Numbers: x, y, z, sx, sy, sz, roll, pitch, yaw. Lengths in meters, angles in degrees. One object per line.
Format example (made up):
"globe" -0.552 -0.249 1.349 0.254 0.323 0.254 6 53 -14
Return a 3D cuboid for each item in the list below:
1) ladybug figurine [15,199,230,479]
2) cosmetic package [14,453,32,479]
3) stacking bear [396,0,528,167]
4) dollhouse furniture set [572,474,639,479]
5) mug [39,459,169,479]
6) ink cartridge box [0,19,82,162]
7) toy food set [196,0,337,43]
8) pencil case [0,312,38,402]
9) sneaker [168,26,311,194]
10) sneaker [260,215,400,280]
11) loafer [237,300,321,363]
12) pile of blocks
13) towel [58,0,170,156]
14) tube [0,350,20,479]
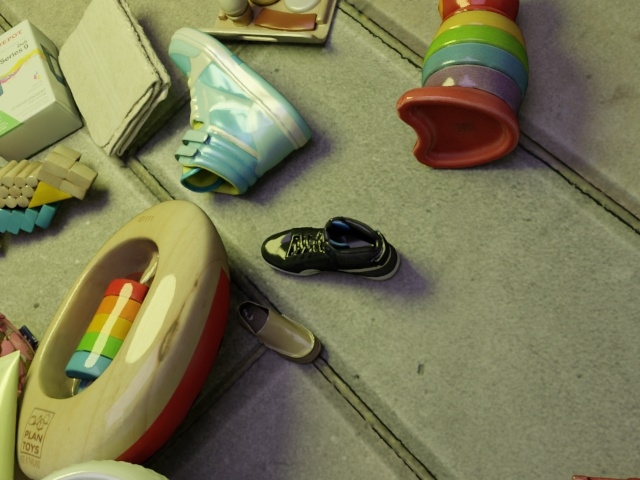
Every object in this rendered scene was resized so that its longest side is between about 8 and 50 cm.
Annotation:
"ladybug figurine" -0.262 0.154 1.180 0.305 0.162 0.449 0 56 44
"cosmetic package" -0.467 0.429 1.190 0.153 0.129 0.296 40 86 26
"stacking bear" 0.225 -0.273 1.227 0.164 0.175 0.289 2 62 21
"dollhouse furniture set" 0.222 0.379 0.964 0.374 0.152 0.201 -4 68 17
"mug" -0.237 0.442 0.940 0.276 0.328 0.374 -6 53 -4
"ink cartridge box" -0.543 -0.270 1.514 0.154 0.093 0.212 -29 61 7
"toy food set" -0.075 -0.476 1.437 0.220 0.092 0.306 8 72 21
"pencil case" -0.638 0.245 1.307 0.386 0.160 0.167 -27 30 7
"sneaker" -0.189 -0.200 1.349 0.208 0.127 0.319 -46 62 -4
"sneaker" 0.000 0.000 1.207 0.217 0.121 0.079 4 70 20
"loafer" -0.067 0.133 1.217 0.148 0.050 0.056 23 78 25
"pile of blocks" -0.549 -0.075 1.447 0.362 0.149 0.112 -8 24 6
"towel" -0.360 -0.296 1.447 0.187 0.049 0.282 -45 58 27
"tube" -0.435 0.266 1.092 0.070 0.062 0.240 2 56 -19
